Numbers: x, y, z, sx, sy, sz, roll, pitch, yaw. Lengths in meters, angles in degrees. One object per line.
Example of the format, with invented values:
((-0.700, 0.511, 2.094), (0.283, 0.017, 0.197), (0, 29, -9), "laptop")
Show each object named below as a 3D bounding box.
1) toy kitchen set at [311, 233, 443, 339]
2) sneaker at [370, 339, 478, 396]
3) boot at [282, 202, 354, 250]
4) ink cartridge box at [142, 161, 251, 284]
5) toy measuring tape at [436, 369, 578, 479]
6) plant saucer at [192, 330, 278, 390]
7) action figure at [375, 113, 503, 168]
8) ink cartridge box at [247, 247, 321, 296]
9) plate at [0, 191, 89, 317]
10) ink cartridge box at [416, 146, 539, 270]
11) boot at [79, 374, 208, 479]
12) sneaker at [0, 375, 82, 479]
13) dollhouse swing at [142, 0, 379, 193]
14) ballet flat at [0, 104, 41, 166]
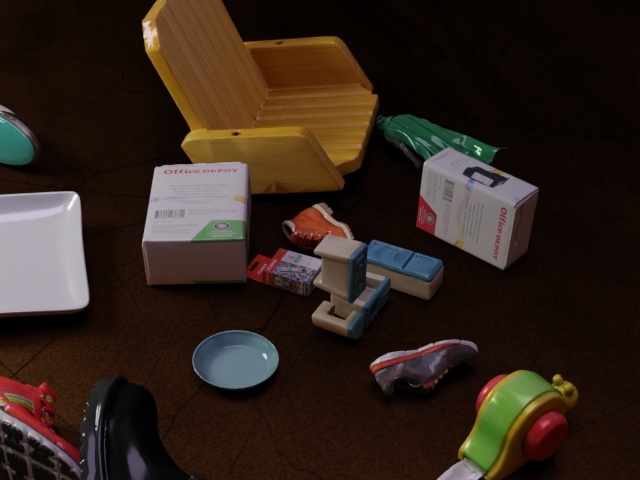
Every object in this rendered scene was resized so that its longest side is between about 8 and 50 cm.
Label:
((0.088, 0.036, 1.735), (0.122, 0.166, 0.207), (18, 40, 21), "toy kitchen set")
((0.148, 0.182, 1.651), (0.158, 0.061, 0.064), (-11, 66, -15), "sneaker")
((0.000, 0.000, 1.877), (0.085, 0.059, 0.158), (-19, 33, -20), "boot")
((-0.188, -0.029, 1.869), (0.154, 0.093, 0.212), (-2, 38, 0), "ink cartridge box")
((0.208, 0.247, 1.502), (0.330, 0.121, 0.121), (-25, 44, -31), "toy measuring tape")
((-0.118, 0.172, 1.666), (0.119, 0.021, 0.119), (1, 36, -1), "plant saucer")
((0.191, -0.166, 2.096), (0.232, 0.063, 0.137), (31, 47, 28), "action figure")
((-0.058, 0.043, 1.834), (0.115, 0.029, 0.063), (16, 40, 18), "ink cartridge box")
((-0.495, 0.032, 1.804), (0.278, 0.045, 0.277), (-4, 41, -12), "plate")
((0.246, -0.051, 1.891), (0.175, 0.127, 0.072), (28, 42, 30), "ink cartridge box")
((-0.140, 0.297, 1.402), (0.260, 0.131, 0.348), (-8, 48, -1), "boot")
((-0.373, 0.228, 1.517), (0.279, 0.107, 0.118), (28, 38, 29), "sneaker")
((-0.090, -0.299, 2.044), (0.315, 0.305, 0.346), (-2, 35, 15), "dollhouse swing")
((-0.592, -0.201, 2.093), (0.281, 0.095, 0.096), (15, 27, 17), "ballet flat")
